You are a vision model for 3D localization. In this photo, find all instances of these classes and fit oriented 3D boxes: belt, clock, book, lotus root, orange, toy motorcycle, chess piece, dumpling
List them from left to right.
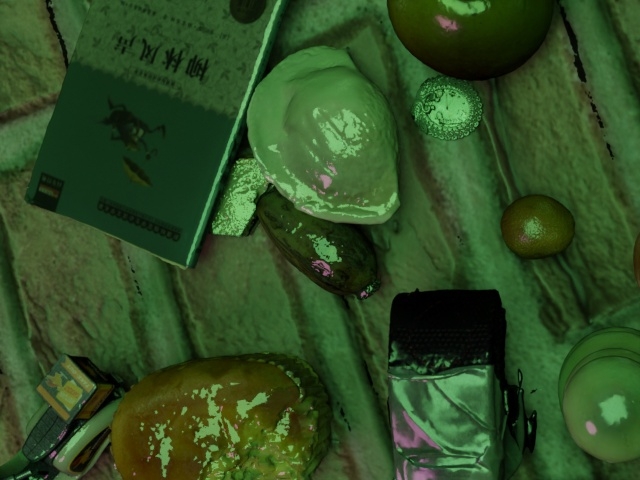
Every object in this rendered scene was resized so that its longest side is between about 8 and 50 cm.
[{"bbox_3d":[-0.332,0.253,1.699,0.091,0.157,0.263,42,98,20],"label":"toy motorcycle"},{"bbox_3d":[-0.196,-0.183,1.722,0.264,0.031,0.379,21,93,25],"label":"book"},{"bbox_3d":[0.000,0.000,1.660,0.179,0.089,0.080,42,74,10],"label":"lotus root"},{"bbox_3d":[0.004,-0.115,1.635,0.166,0.126,0.216,-18,96,-6],"label":"dumpling"},{"bbox_3d":[0.148,-0.154,1.667,0.083,0.010,0.074,20,93,13],"label":"clock"},{"bbox_3d":[0.156,0.197,1.572,0.164,0.184,0.289,0,94,9],"label":"belt"},{"bbox_3d":[0.244,-0.014,1.605,0.085,0.085,0.085,0,89,14],"label":"orange"},{"bbox_3d":[0.309,0.167,1.496,0.144,0.251,0.144,0,89,14],"label":"chess piece"}]

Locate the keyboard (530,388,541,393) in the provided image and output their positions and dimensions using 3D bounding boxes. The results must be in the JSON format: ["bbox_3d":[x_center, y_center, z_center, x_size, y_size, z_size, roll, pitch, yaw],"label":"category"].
[{"bbox_3d":[0.282,0.356,1.606,0.103,0.041,0.381,-7,87,13],"label":"keyboard"}]

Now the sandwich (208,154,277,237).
[{"bbox_3d":[-0.096,-0.053,1.711,0.105,0.036,0.093,-27,82,10],"label":"sandwich"}]

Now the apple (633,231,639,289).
[{"bbox_3d":[0.424,0.039,1.516,0.199,0.199,0.199,0,89,14],"label":"apple"}]

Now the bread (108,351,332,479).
[{"bbox_3d":[-0.116,0.222,1.663,0.250,0.133,0.179,-7,83,13],"label":"bread"}]

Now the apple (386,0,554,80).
[{"bbox_3d":[0.166,-0.277,1.593,0.196,0.157,0.196,-1,84,6],"label":"apple"}]
